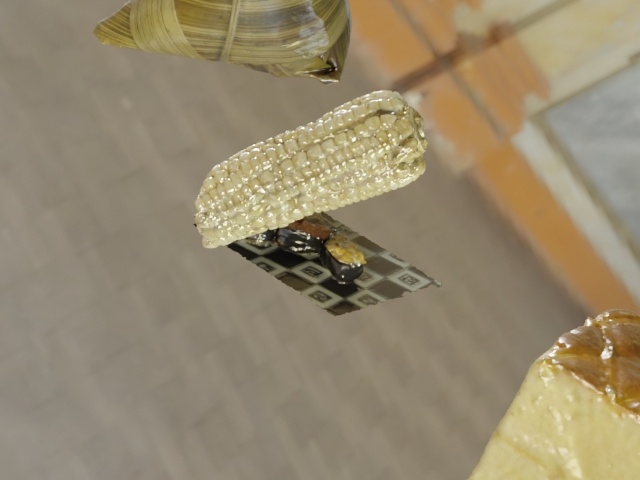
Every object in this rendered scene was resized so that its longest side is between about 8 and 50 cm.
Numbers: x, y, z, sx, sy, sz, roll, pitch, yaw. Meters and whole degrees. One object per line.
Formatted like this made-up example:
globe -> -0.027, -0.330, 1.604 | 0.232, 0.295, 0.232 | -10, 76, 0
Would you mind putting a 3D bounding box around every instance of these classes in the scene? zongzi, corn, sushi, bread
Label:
zongzi -> -0.121, -0.289, 2.001 | 0.286, 0.288, 0.134 | 80, 20, -48
corn -> -0.011, -0.062, 1.647 | 0.087, 0.211, 0.087 | -19, 90, -77
sushi -> 0.000, 0.000, 1.772 | 0.139, 0.031, 0.201 | -17, 37, -43
bread -> 0.311, 0.222, 1.818 | 0.279, 0.207, 0.279 | 35, 18, 18
